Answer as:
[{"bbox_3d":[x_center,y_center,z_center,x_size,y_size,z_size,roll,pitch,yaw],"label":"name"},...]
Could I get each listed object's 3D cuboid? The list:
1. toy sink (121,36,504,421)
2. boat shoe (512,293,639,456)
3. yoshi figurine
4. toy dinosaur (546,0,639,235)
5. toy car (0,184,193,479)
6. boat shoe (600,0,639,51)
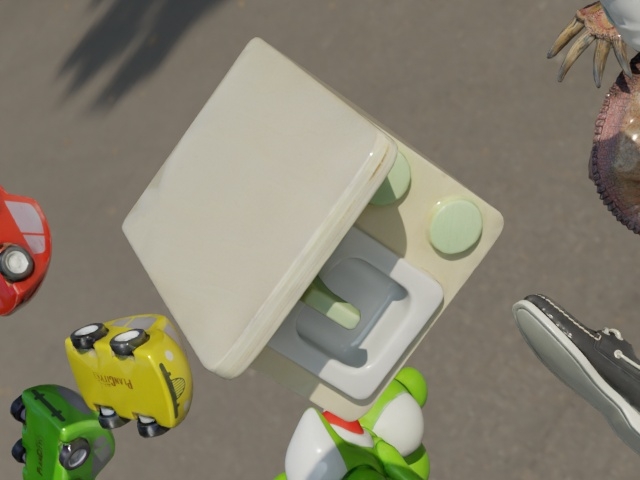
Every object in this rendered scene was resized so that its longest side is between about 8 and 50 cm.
[{"bbox_3d":[0.000,0.000,0.855,0.153,0.131,0.234,-55,27,5],"label":"toy sink"},{"bbox_3d":[0.158,0.071,0.806,0.038,0.125,0.046,-44,-4,-15],"label":"boat shoe"},{"bbox_3d":[0.042,0.280,1.643,0.203,0.203,0.362,-55,-4,34],"label":"yoshi figurine"},{"bbox_3d":[0.280,-0.107,1.272,0.127,0.200,0.295,-14,64,59],"label":"toy dinosaur"},{"bbox_3d":[-0.159,0.085,0.932,0.053,0.239,0.225,-29,-36,-36],"label":"toy car"},{"bbox_3d":[0.182,-0.179,0.839,0.083,0.076,0.226,-7,31,27],"label":"boat shoe"}]
